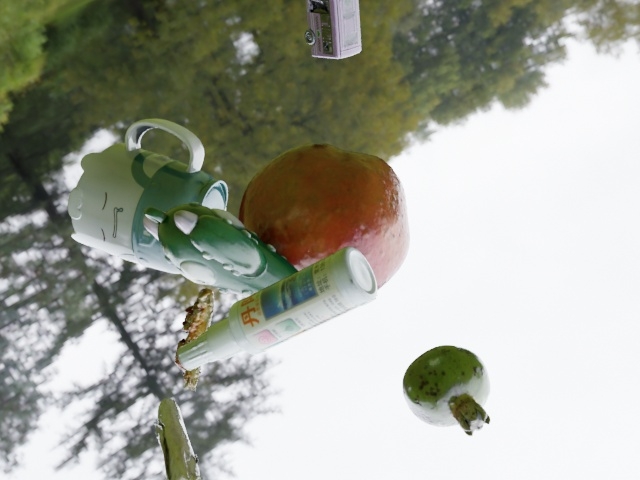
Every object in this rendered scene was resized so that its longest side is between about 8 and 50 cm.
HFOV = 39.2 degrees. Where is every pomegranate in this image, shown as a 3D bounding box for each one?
[{"bbox_3d":[0.299,0.348,2.047,0.202,0.202,0.248,-28,-147,-3],"label":"pomegranate"}]

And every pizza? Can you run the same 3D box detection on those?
[{"bbox_3d":[-0.240,0.182,1.694,0.201,0.053,0.193,118,-18,-64],"label":"pizza"}]

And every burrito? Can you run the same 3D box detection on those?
[{"bbox_3d":[-0.269,0.398,1.691,0.060,0.087,0.226,-7,-151,-18],"label":"burrito"}]

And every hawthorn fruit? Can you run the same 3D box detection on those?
[{"bbox_3d":[0.000,0.000,1.453,0.287,0.287,0.330,-21,-149,21],"label":"hawthorn fruit"}]

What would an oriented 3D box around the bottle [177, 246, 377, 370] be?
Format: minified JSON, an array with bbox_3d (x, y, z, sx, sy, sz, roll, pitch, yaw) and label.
[{"bbox_3d":[-0.049,0.076,0.868,0.217,0.060,0.060,-29,-166,23],"label":"bottle"}]

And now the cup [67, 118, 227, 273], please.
[{"bbox_3d":[-0.319,-0.089,1.743,0.257,0.290,0.219,18,-162,18],"label":"cup"}]

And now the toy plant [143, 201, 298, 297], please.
[{"bbox_3d":[-0.152,0.015,1.324,0.232,0.243,0.112,10,-111,51],"label":"toy plant"}]

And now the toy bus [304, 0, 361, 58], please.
[{"bbox_3d":[0.027,-0.448,1.747,0.087,0.178,0.098,-25,-149,-35],"label":"toy bus"}]
